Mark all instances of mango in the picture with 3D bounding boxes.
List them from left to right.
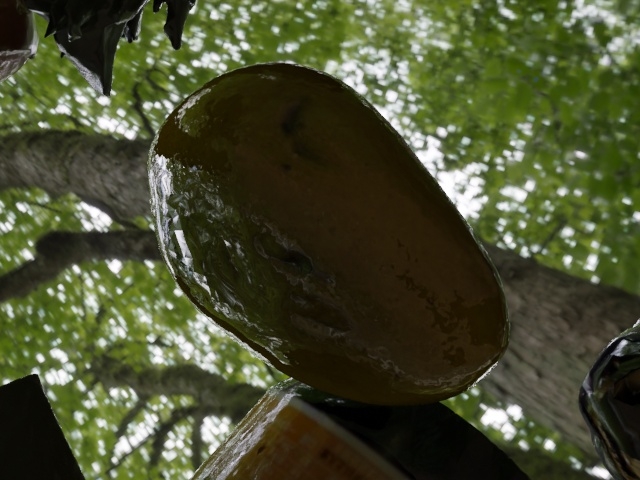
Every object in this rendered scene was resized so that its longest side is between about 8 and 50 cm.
[{"bbox_3d":[0.000,0.000,0.440,0.098,0.195,0.137,-21,-45,-44],"label":"mango"}]

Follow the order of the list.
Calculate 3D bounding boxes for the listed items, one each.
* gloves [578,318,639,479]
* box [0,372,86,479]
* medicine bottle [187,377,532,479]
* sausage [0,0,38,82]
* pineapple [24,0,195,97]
[{"bbox_3d":[0.235,0.050,0.373,0.286,0.142,0.119,1,-71,-30],"label":"gloves"},{"bbox_3d":[-0.273,0.252,0.761,0.149,0.155,0.231,-17,-102,-61],"label":"box"},{"bbox_3d":[-0.047,0.277,0.576,0.395,0.243,0.242,-45,-54,-20],"label":"medicine bottle"},{"bbox_3d":[-0.267,-0.117,0.488,0.094,0.419,0.094,1,-80,12],"label":"sausage"},{"bbox_3d":[-0.052,-0.218,0.625,0.310,0.170,0.141,-39,-80,7],"label":"pineapple"}]
